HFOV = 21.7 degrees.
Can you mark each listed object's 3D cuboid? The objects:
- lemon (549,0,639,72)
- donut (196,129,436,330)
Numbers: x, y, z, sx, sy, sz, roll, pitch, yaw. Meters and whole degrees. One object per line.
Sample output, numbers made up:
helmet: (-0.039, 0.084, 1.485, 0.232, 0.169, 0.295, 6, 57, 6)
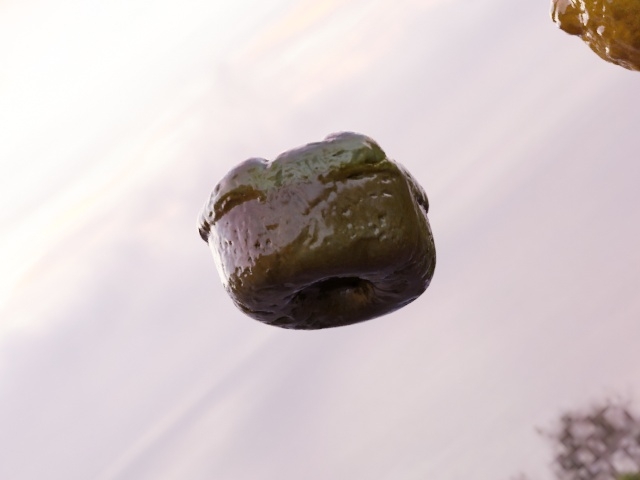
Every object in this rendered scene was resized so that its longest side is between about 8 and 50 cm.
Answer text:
lemon: (0.225, -0.177, 1.011, 0.187, 0.142, 0.142, -19, 4, 11)
donut: (0.000, 0.000, 1.565, 0.209, 0.128, 0.261, -18, -20, 16)
